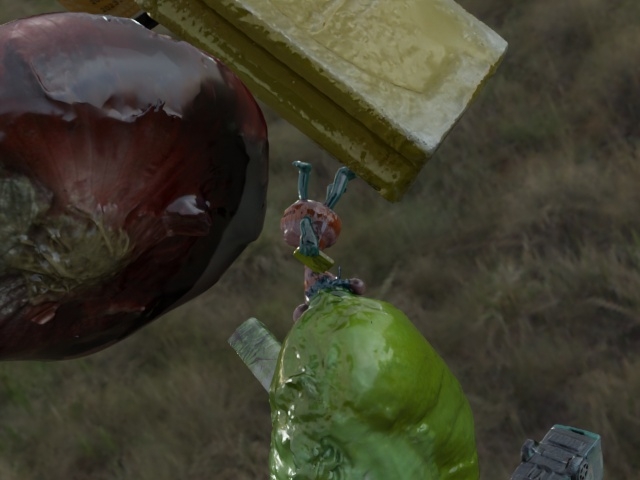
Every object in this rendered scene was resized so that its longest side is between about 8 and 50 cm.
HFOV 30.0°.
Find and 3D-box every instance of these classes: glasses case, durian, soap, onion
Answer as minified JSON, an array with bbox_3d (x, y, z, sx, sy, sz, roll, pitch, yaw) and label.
[{"bbox_3d":[-0.041,0.209,1.729,0.062,0.095,0.272,-43,35,-3],"label":"glasses case"},{"bbox_3d":[0.049,0.198,1.132,0.204,0.340,0.256,2,13,12],"label":"durian"},{"bbox_3d":[0.007,-0.205,1.128,0.199,0.315,0.091,-52,-1,-34],"label":"soap"},{"bbox_3d":[-0.173,-0.045,0.803,0.272,0.272,0.195,-32,57,-10],"label":"onion"}]

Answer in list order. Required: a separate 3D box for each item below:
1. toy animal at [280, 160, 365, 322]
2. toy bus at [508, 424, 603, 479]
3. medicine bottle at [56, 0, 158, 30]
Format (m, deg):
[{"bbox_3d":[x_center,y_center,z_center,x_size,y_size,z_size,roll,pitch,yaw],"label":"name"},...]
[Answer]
[{"bbox_3d":[0.000,0.000,1.346,0.100,0.103,0.208,-6,56,11],"label":"toy animal"},{"bbox_3d":[0.279,0.348,1.562,0.091,0.109,0.261,12,36,41],"label":"toy bus"},{"bbox_3d":[-0.340,-0.466,1.584,0.242,0.395,0.243,-26,42,26],"label":"medicine bottle"}]
